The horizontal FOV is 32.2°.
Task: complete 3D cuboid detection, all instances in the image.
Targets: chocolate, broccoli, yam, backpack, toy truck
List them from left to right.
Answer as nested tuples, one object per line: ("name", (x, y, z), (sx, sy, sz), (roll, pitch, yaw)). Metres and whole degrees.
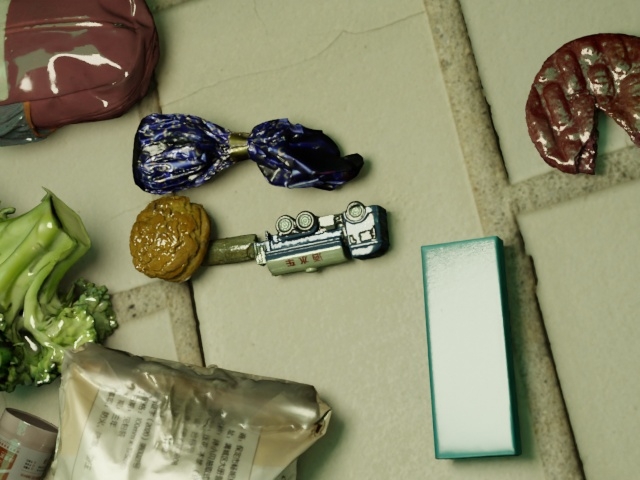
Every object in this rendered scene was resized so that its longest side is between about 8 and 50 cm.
("broccoli", (-0.479, 0.067, 1.667), (0.317, 0.277, 0.338), (-4, 83, 23))
("backpack", (-0.409, -0.299, 1.769), (0.317, 0.197, 0.283), (-7, 74, 11))
("yam", (-0.139, 0.015, 1.693), (0.094, 0.043, 0.043), (-6, 76, 17))
("chocolate", (-0.104, -0.134, 1.672), (0.343, 0.148, 0.126), (0, 109, 10))
("toy truck", (0.000, 0.000, 1.637), (0.202, 0.074, 0.088), (-11, 79, 15))

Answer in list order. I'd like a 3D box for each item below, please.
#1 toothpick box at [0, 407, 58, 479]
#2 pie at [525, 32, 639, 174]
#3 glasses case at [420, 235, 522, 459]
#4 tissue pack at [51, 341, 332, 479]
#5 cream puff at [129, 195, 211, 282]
("toothpick box", (-0.468, 0.342, 1.689), (0.098, 0.098, 0.149), (22, 84, 20))
("pie", (0.401, -0.194, 1.571), (0.219, 0.054, 0.204), (-5, 76, 18))
("glasses case", (0.211, 0.150, 1.545), (0.117, 0.070, 0.301), (-7, 77, 22))
("tissue pack", (-0.208, 0.351, 1.541), (0.390, 0.195, 0.375), (12, 83, 4))
("cream puff", (-0.232, -0.005, 1.674), (0.126, 0.103, 0.144), (-35, 41, 31))
